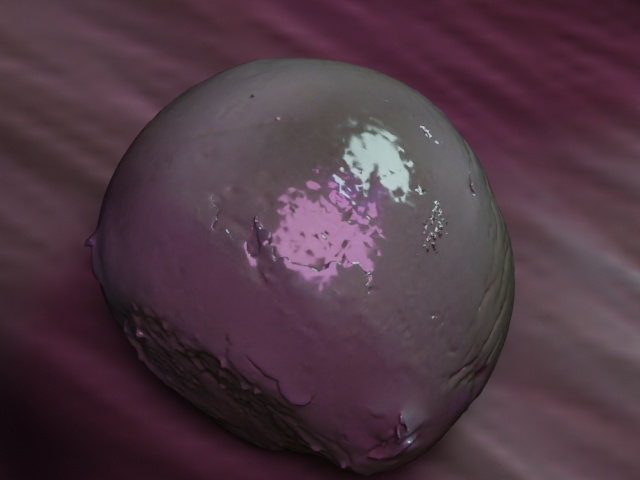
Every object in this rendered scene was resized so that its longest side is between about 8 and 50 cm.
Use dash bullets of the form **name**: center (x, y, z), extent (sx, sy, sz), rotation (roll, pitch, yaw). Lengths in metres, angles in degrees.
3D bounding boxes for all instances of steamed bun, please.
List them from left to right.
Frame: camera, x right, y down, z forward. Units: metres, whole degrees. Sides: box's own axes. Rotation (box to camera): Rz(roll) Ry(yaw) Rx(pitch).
- **steamed bun**: center (0.000, 0.000, 0.549), extent (0.130, 0.091, 0.112), rotation (36, 65, 7)
